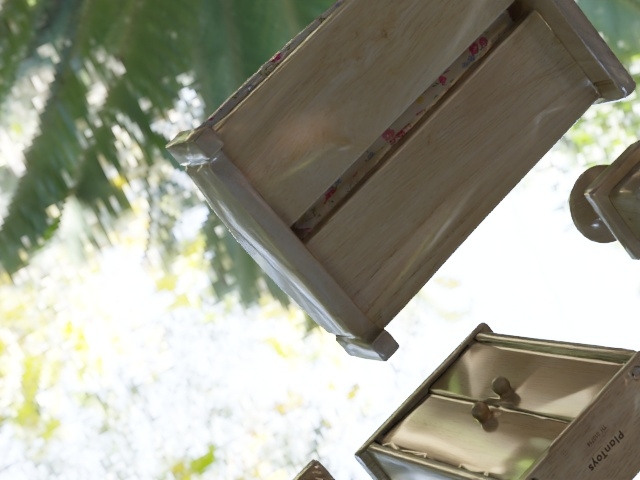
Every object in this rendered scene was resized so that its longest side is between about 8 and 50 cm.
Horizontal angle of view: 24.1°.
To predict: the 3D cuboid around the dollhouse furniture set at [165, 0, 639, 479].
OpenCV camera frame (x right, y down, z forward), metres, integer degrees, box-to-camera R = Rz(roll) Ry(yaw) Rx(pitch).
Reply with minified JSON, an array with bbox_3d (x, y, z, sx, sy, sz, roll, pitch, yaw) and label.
[{"bbox_3d":[0.000,0.000,0.766,0.303,0.355,0.174,-45,-163,-18],"label":"dollhouse furniture set"}]
